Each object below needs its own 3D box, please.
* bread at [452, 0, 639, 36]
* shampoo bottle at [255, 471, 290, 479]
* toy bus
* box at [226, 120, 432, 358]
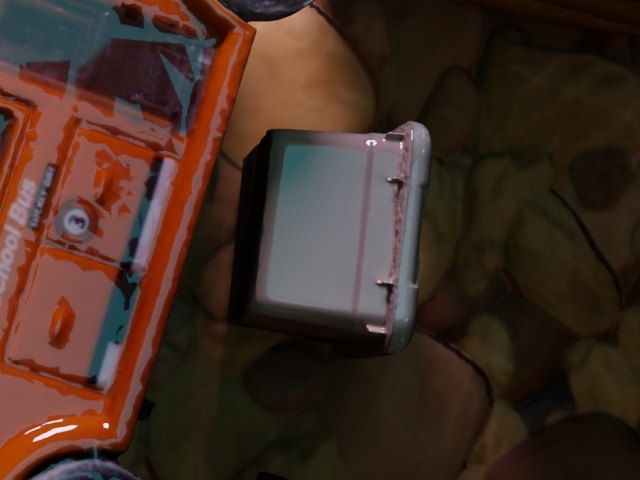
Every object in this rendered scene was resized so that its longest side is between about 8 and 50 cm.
[{"bbox_3d":[0.141,-0.148,0.663,0.246,0.239,0.111,12,88,-18],"label":"bread"},{"bbox_3d":[-0.054,0.205,0.652,0.067,0.068,0.236,27,79,-18],"label":"shampoo bottle"},{"bbox_3d":[-0.109,-0.012,0.605,0.153,0.143,0.329,20,81,-19],"label":"toy bus"},{"bbox_3d":[0.000,0.000,0.661,0.062,0.122,0.089,6,84,-9],"label":"box"}]
